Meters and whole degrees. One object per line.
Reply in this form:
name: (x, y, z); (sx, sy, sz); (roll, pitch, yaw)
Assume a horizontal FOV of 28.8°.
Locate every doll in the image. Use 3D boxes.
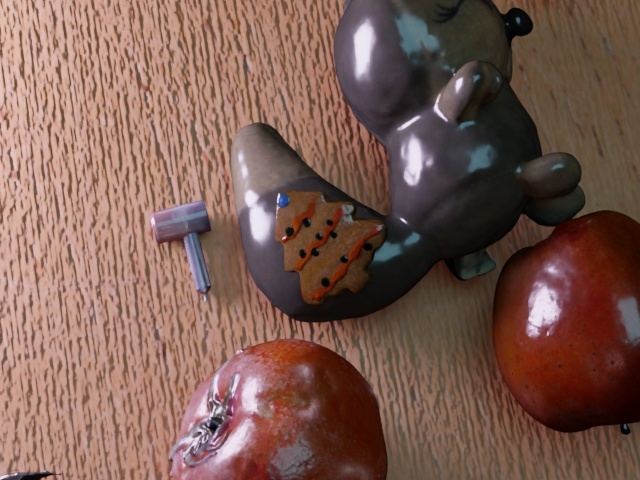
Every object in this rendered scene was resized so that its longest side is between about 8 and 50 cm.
doll: (0.060, -0.135, 1.336); (0.379, 0.252, 0.382); (-24, 70, -11)

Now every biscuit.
biscuit: (0.000, 0.000, 1.263); (0.130, 0.019, 0.119); (45, 106, 7)

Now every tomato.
tomato: (-0.036, 0.210, 1.241); (0.188, 0.232, 0.232); (33, 71, -25)

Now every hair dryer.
hair dryer: (-0.145, 0.016, 1.381); (0.063, 0.037, 0.114); (-15, 82, -7)

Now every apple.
apple: (0.286, 0.091, 1.292); (0.234, 0.234, 0.234); (1, 73, -4)

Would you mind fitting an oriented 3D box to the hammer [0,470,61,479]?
hammer: (-0.239, 0.355, 1.271); (0.297, 0.027, 0.125); (42, 79, 9)
